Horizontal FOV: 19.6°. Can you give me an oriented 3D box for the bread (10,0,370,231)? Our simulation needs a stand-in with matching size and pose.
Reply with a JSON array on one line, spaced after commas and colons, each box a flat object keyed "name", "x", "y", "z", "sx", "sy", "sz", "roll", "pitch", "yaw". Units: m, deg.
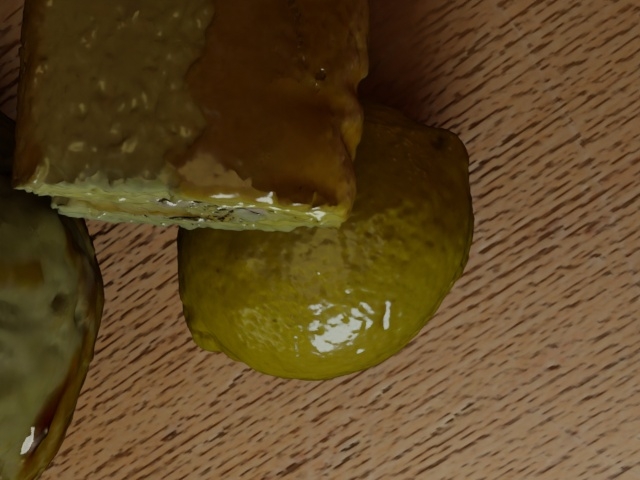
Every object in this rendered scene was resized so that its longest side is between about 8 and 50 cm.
[{"name": "bread", "x": -0.074, "y": -0.199, "z": 1.253, "sx": 0.236, "sy": 0.165, "sz": 0.375, "roll": 1, "pitch": 82, "yaw": 13}]

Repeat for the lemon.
[{"name": "lemon", "x": 0.000, "y": 0.000, "z": 1.384, "sx": 0.260, "sy": 0.204, "sz": 0.204, "roll": -36, "pitch": 104, "yaw": 22}]

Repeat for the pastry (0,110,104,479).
[{"name": "pastry", "x": -0.334, "y": 0.057, "z": 1.394, "sx": 0.388, "sy": 0.388, "sz": 0.312, "roll": -30, "pitch": 148, "yaw": 21}]
